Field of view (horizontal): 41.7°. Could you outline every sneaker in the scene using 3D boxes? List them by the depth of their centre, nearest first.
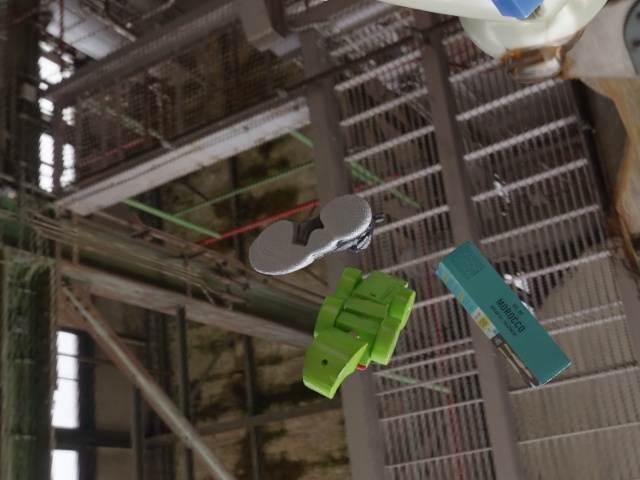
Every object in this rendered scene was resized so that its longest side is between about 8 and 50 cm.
[{"bbox_3d":[0.000,0.000,1.640,0.269,0.153,0.101,-25,-106,21],"label":"sneaker"}]

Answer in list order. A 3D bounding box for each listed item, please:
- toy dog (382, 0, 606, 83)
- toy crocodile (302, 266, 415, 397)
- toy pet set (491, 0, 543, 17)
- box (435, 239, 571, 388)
[{"bbox_3d":[0.214,-0.358,1.062,0.395,0.408,0.284,-38,-127,29],"label":"toy dog"},{"bbox_3d":[0.062,0.122,1.234,0.115,0.340,0.105,19,-70,10],"label":"toy crocodile"},{"bbox_3d":[0.168,-0.275,0.825,0.122,0.114,0.065,-20,-143,38],"label":"toy pet set"},{"bbox_3d":[0.284,0.118,1.328,0.060,0.100,0.244,-37,-103,-6],"label":"box"}]
